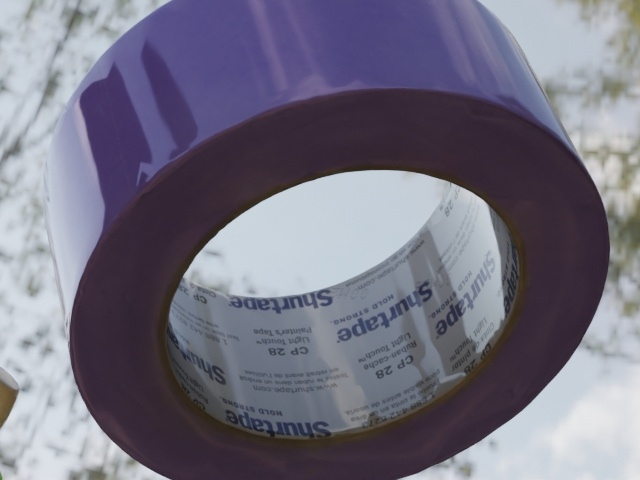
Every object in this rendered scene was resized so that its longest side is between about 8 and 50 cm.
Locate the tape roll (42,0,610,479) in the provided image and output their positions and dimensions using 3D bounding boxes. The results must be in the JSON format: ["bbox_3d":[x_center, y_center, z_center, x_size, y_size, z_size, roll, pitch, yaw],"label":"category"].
[{"bbox_3d":[0.000,0.000,0.654,0.189,0.080,0.189,-8,-47,-9],"label":"tape roll"}]

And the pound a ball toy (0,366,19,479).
[{"bbox_3d":[-0.298,0.156,1.095,0.319,0.208,0.135,18,-69,-47],"label":"pound a ball toy"}]
